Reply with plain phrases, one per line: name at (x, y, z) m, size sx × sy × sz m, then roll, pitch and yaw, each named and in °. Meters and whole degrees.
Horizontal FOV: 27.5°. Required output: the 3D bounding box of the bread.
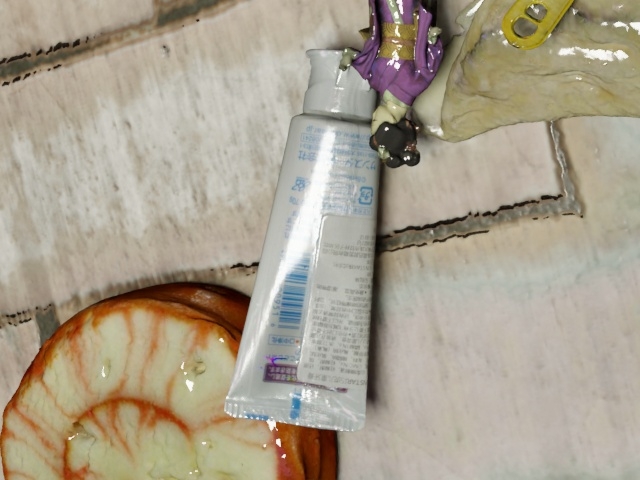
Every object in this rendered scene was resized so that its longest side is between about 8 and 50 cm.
bread at (-0.142, 0.193, 1.168) m, size 0.295 × 0.114 × 0.327 m, roll 45°, pitch 118°, yaw 17°

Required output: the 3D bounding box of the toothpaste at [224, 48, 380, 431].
toothpaste at (0.000, 0.000, 1.044) m, size 0.114 × 0.073 × 0.299 m, roll 8°, pitch 91°, yaw -6°

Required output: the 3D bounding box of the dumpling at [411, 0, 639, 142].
dumpling at (0.204, -0.156, 0.925) m, size 0.332 × 0.086 × 0.166 m, roll -3°, pitch 100°, yaw 27°

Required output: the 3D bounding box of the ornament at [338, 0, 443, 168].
ornament at (0.049, -0.156, 0.975) m, size 0.088 × 0.081 × 0.203 m, roll -167°, pitch 82°, yaw -71°

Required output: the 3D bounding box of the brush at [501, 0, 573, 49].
brush at (0.194, -0.218, 0.896) m, size 0.082 × 0.010 × 0.218 m, roll 36°, pitch 82°, yaw 20°
